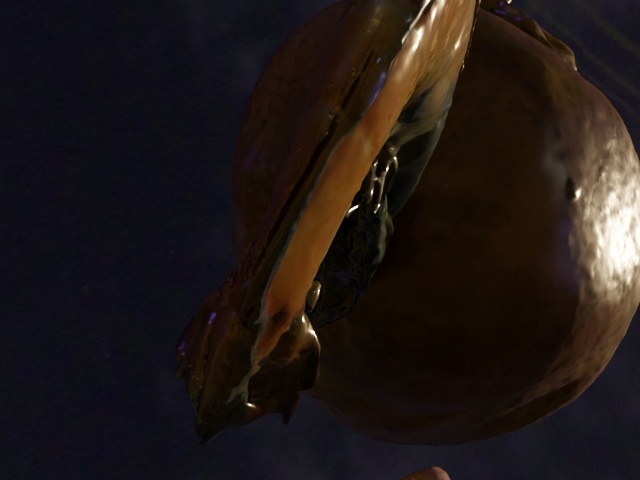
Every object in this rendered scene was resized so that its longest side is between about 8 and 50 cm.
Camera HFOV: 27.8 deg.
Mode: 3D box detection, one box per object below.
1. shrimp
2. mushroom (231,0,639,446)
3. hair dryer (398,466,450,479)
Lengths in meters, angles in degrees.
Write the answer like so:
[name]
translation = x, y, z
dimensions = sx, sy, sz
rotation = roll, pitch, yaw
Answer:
[shrimp]
translation = 0.000, 0.000, 0.532
dimensions = 0.054, 0.290, 0.222
rotation = 24, -120, 4
[mushroom]
translation = 0.078, -0.032, 0.778
dimensions = 0.263, 0.195, 0.283
rotation = 18, -121, -2
[hair dryer]
translation = 0.079, 0.160, 0.696
dimensions = 0.037, 0.114, 0.063
rotation = -33, -117, 19
